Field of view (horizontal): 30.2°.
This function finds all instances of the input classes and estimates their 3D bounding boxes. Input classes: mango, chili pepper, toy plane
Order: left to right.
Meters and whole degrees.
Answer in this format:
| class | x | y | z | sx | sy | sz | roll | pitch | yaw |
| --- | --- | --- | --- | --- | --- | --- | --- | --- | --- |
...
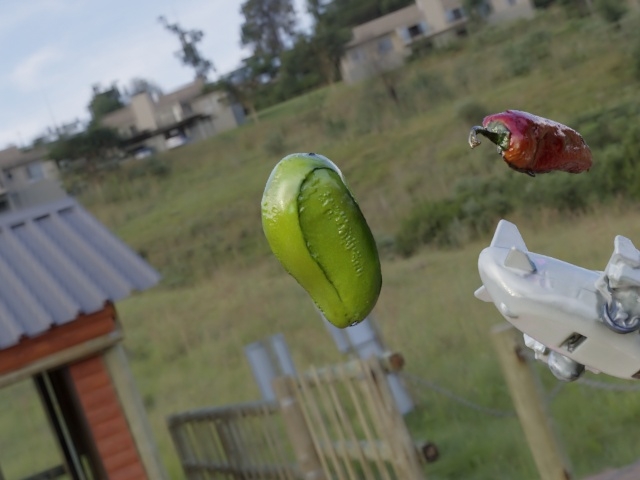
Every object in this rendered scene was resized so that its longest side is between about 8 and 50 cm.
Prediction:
| class | x | y | z | sx | sy | sz | roll | pitch | yaw |
| --- | --- | --- | --- | --- | --- | --- | --- | --- | --- |
| mango | 0.000 | 0.000 | 1.047 | 0.091 | 0.165 | 0.074 | -24 | 18 | -15 |
| chili pepper | 0.210 | -0.091 | 1.129 | 0.268 | 0.059 | 0.050 | 5 | -46 | -52 |
| toy plane | 0.310 | 0.079 | 1.421 | 0.267 | 0.267 | 0.123 | -22 | 33 | 51 |
